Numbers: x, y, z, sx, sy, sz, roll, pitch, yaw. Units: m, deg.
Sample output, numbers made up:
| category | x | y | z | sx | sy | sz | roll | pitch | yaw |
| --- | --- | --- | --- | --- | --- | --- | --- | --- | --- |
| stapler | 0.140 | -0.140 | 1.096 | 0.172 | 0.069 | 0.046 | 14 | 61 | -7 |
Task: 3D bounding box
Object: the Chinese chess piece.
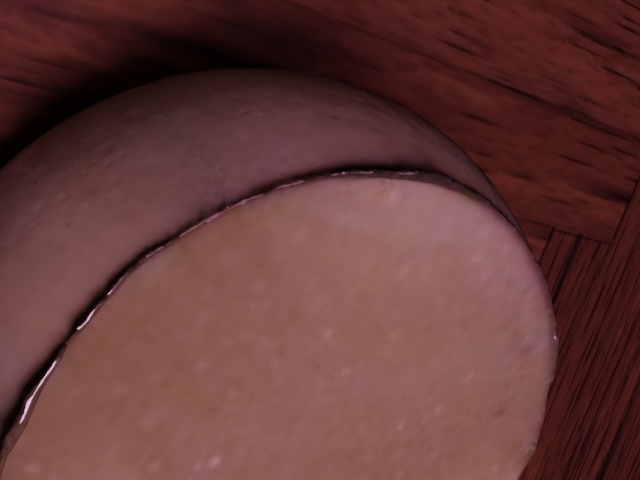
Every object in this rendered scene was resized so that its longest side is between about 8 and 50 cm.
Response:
| category | x | y | z | sx | sy | sz | roll | pitch | yaw |
| --- | --- | --- | --- | --- | --- | --- | --- | --- | --- |
| Chinese chess piece | -0.040 | 0.082 | 0.612 | 0.338 | 0.140 | 0.338 | -18 | 124 | -28 |
